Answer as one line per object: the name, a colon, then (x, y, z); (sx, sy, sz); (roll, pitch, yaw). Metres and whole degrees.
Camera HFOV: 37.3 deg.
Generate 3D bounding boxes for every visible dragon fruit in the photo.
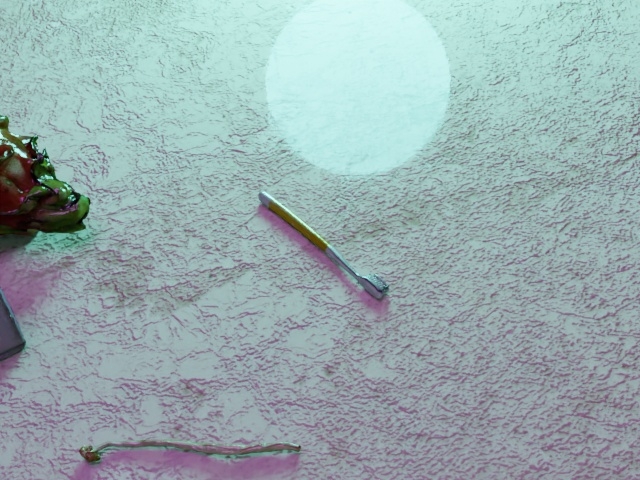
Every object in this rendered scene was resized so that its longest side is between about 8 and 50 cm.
dragon fruit: (-0.486, -0.106, 1.466); (0.269, 0.198, 0.200); (-2, 90, 8)

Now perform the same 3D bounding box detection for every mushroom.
mushroom: (-0.167, 0.264, 1.211); (0.286, 0.026, 0.028); (-3, 63, 1)

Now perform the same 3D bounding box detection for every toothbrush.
toothbrush: (0.000, 0.000, 1.436); (0.024, 0.021, 0.288); (-27, 50, -32)

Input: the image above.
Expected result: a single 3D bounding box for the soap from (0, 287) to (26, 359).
soap: (-0.548, 0.125, 1.269); (0.259, 0.181, 0.081); (-25, 50, -15)
